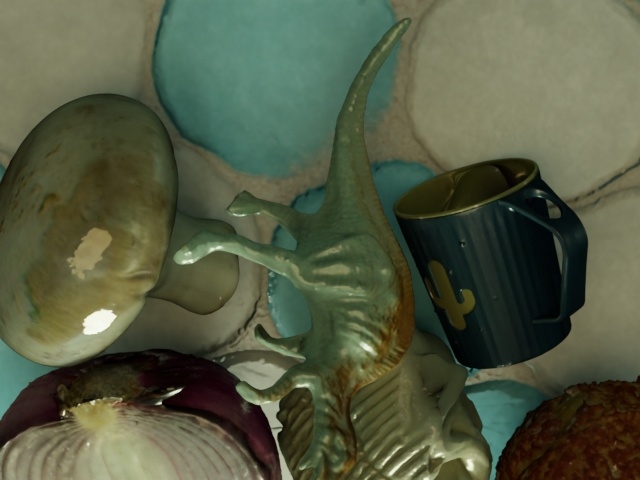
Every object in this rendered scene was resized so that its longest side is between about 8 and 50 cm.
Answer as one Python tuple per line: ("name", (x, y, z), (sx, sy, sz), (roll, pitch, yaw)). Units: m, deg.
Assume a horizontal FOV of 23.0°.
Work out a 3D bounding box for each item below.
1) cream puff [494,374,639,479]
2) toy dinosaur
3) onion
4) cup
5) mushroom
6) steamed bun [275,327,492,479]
("cream puff", (0.230, 0.227, 1.375), (0.164, 0.240, 0.240), (36, 105, 4))
("toy dinosaur", (0.000, 0.000, 1.317), (0.206, 0.092, 0.392), (23, 77, 3))
("onion", (-0.145, 0.243, 1.457), (0.267, 0.159, 0.348), (-6, 119, 16))
("cup", (0.162, 0.022, 1.368), (0.176, 0.131, 0.155), (4, 118, 51))
("mushroom", (-0.174, 0.002, 1.373), (0.244, 0.243, 0.243), (1, 104, 5))
("steamed bun", (0.072, 0.173, 1.413), (0.211, 0.144, 0.218), (-54, 54, 32))
